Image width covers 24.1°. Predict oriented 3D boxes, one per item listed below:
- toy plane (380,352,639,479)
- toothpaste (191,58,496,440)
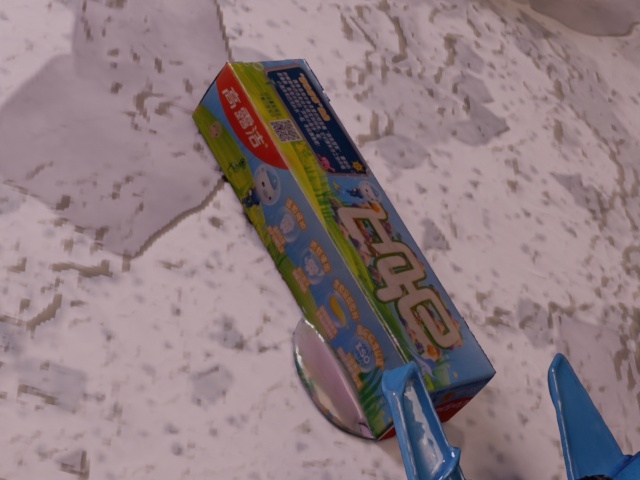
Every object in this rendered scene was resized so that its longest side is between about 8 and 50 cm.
[{"bbox_3d":[0.100,0.170,0.589,0.254,0.105,0.271,47,35,-13],"label":"toy plane"},{"bbox_3d":[0.000,0.000,0.706,0.070,0.044,0.193,-9,59,-42],"label":"toothpaste"}]
